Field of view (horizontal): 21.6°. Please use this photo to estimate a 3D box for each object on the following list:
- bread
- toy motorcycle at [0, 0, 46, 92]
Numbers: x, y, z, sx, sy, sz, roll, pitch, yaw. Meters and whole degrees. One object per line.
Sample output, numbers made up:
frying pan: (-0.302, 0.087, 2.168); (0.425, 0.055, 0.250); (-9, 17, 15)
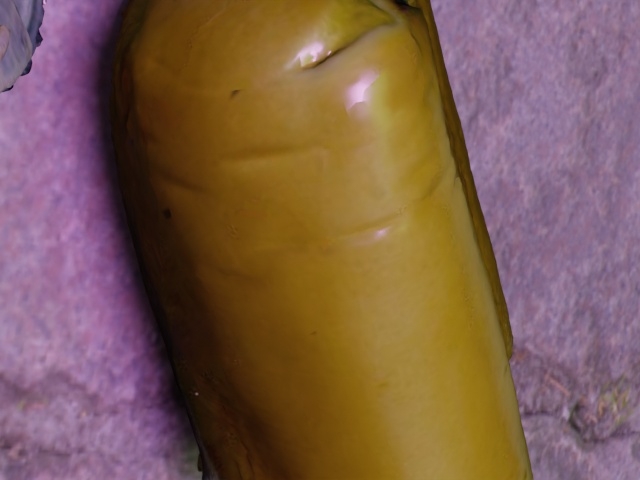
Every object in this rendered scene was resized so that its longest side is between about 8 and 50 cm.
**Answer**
bread: (0.000, 0.000, 0.961); (0.208, 0.251, 0.376); (-11, 120, 2)
toy motorcycle: (-0.228, -0.119, 0.703); (0.410, 0.169, 0.237); (-64, 139, -60)
